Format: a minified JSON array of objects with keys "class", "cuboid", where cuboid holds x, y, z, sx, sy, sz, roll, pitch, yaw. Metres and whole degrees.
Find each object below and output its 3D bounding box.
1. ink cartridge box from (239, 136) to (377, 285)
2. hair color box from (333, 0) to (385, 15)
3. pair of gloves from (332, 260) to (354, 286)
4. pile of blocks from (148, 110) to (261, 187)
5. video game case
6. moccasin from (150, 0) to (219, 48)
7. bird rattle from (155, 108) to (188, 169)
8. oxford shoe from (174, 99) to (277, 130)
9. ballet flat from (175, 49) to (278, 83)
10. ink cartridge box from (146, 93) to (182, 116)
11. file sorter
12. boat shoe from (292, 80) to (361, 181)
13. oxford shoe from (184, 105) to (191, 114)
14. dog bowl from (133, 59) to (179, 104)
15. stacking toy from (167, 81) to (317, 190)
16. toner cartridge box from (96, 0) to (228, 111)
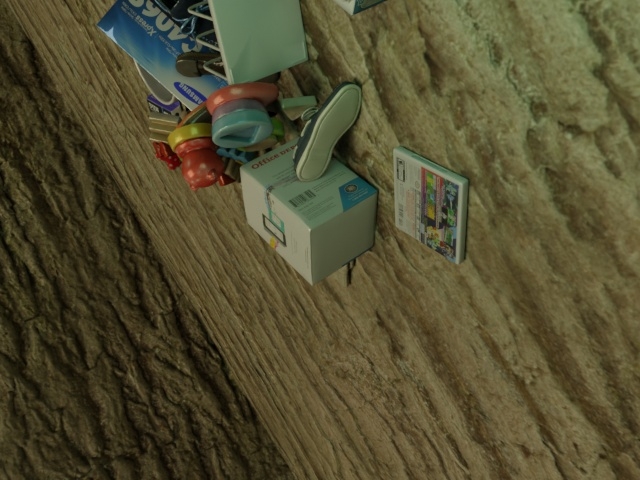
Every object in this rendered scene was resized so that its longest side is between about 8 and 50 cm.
[{"class":"ink cartridge box","cuboid":[-0.030,-0.078,1.528,0.270,0.198,0.197,42,151,32]},{"class":"hair color box","cuboid":[-0.012,-0.557,1.084,0.347,0.105,0.174,45,152,22]},{"class":"pair of gloves","cuboid":[0.000,0.000,1.738,0.240,0.042,0.204,47,152,26]},{"class":"pile of blocks","cuboid":[-0.289,-0.218,1.699,0.362,0.112,0.149,20,162,-11]},{"class":"video game case","cuboid":[0.219,-0.071,1.295,0.183,0.023,0.201,36,145,40]},{"class":"moccasin","cuboid":[-0.315,-0.542,1.484,0.342,0.137,0.117,30,-169,-6]},{"class":"bird rattle","cuboid":[-0.376,-0.293,1.888,0.143,0.253,0.207,-2,81,31]},{"class":"oxford shoe","cuboid":[-0.225,-0.294,1.558,0.098,0.271,0.097,57,158,4]},{"class":"ballet flat","cuboid":[-0.223,-0.421,1.544,0.250,0.058,0.084,6,144,5]},{"class":"ink cartridge box","cuboid":[-0.527,-0.431,2.214,0.206,0.045,0.208,32,142,45]},{"class":"file sorter","cuboid":[-0.171,-0.498,1.345,0.173,0.193,0.277,37,147,44]},{"class":"boat shoe","cuboid":[0.007,-0.242,1.380,0.079,0.095,0.254,62,143,34]},{"class":"oxford shoe","cuboid":[-0.301,-0.348,1.780,0.140,0.146,0.397,22,136,52]},{"class":"dog bowl","cuboid":[-0.460,-0.544,1.905,0.265,0.104,0.265,42,150,32]},{"class":"stacking toy","cuboid":[-0.163,-0.221,1.453,0.309,0.280,0.130,-29,71,50]},{"class":"toner cartridge box","cuboid":[-0.363,-0.472,1.606,0.348,0.165,0.075,41,-173,-10]}]
